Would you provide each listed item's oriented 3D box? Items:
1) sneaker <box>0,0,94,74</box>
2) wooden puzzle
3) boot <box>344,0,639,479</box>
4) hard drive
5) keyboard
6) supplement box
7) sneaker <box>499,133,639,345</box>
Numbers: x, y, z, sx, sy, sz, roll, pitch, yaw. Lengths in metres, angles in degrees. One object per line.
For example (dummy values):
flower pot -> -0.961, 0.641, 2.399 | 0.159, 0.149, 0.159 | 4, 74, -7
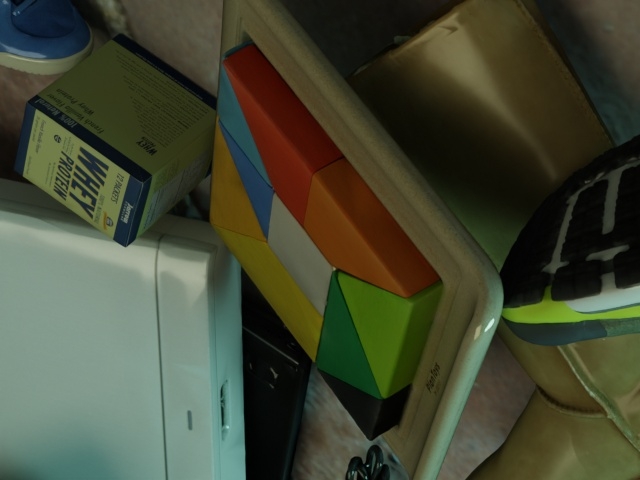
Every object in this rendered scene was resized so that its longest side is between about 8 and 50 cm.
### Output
sneaker -> -0.189, -0.160, 0.972 | 0.152, 0.058, 0.084 | 39, 148, 17
wooden puzzle -> 0.000, 0.000, 0.859 | 0.238, 0.044, 0.221 | 57, 160, 23
boot -> 0.089, 0.025, 0.881 | 0.236, 0.089, 0.269 | -32, 101, 37
hard drive -> -0.217, 0.065, 1.094 | 0.353, 0.047, 0.233 | 12, 123, 19
keyboard -> -0.039, 0.167, 1.141 | 0.201, 0.033, 0.317 | 33, 139, 21
supplement box -> -0.111, -0.057, 0.973 | 0.083, 0.083, 0.056 | 34, 138, 12
sneaker -> 0.216, 0.018, 0.719 | 0.300, 0.111, 0.121 | -7, 126, 28
